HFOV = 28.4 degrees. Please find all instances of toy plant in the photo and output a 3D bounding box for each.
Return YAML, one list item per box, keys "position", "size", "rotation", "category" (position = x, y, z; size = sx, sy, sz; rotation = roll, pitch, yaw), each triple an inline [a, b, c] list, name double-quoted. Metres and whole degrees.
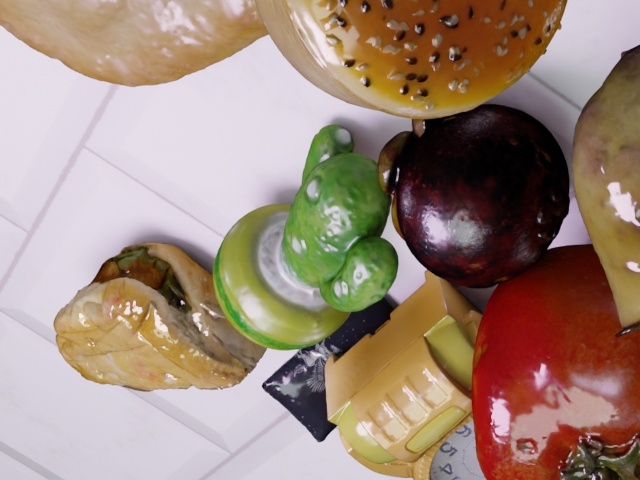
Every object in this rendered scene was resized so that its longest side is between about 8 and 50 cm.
- position: [0.000, 0.000, 1.507]
  size: [0.184, 0.224, 0.316]
  rotation: [3, 157, -26]
  category: "toy plant"

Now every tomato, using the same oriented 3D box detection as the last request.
- position: [0.317, 0.157, 1.389]
  size: [0.293, 0.290, 0.325]
  rotation: [-7, 128, 18]
  category: "tomato"

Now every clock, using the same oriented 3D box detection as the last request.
- position: [0.189, 0.222, 1.635]
  size: [0.317, 0.200, 0.244]
  rotation: [36, 114, -27]
  category: "clock"

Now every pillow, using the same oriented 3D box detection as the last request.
- position: [0.033, 0.168, 1.719]
  size: [0.208, 0.055, 0.141]
  rotation: [-41, 111, 5]
  category: "pillow"

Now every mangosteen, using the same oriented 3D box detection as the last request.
- position: [0.161, -0.051, 1.332]
  size: [0.209, 0.210, 0.210]
  rotation: [17, 144, 13]
  category: "mangosteen"

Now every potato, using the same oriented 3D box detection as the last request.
- position: [0.369, -0.075, 1.152]
  size: [0.300, 0.288, 0.237]
  rotation: [-29, 76, 35]
  category: "potato"

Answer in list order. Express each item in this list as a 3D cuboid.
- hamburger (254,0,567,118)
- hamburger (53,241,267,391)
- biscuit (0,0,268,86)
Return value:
- position: [0.083, -0.248, 1.063]
  size: [0.300, 0.300, 0.176]
  rotation: [47, 157, -26]
  category: "hamburger"
- position: [-0.246, 0.097, 1.810]
  size: [0.329, 0.162, 0.209]
  rotation: [1, 135, 35]
  category: "hamburger"
- position: [-0.257, -0.338, 1.317]
  size: [0.446, 0.104, 0.429]
  rotation: [-19, 125, 44]
  category: "biscuit"
